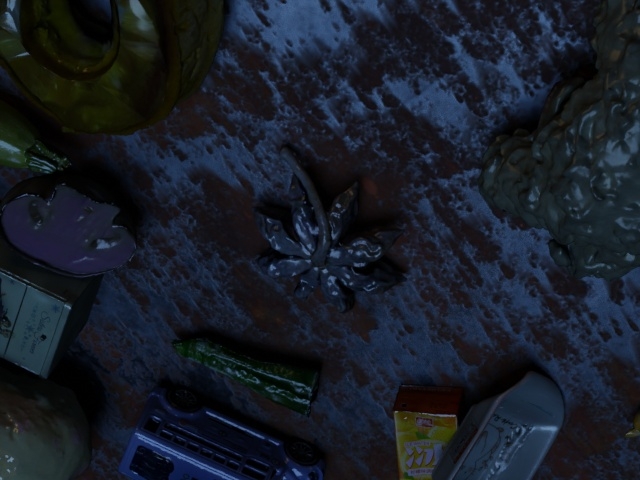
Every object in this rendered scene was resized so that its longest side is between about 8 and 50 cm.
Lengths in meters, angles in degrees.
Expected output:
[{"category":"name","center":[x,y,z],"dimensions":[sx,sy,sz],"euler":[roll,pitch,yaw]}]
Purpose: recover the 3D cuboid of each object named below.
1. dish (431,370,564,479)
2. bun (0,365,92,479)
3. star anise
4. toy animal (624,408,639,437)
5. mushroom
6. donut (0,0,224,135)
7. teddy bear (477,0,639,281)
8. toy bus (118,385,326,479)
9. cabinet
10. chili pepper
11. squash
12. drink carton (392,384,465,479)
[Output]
[{"category":"dish","center":[0.241,0.282,1.688],"dimensions":[0.154,0.064,0.234],"euler":[28,95,-40]},{"category":"bun","center":[-0.508,0.284,1.841],"dimensions":[0.361,0.213,0.361],"euler":[18,151,10]},{"category":"star anise","center":[0.000,0.000,1.615],"dimensions":[0.230,0.081,0.262],"euler":[-7,121,31]},{"category":"toy animal","center":[0.462,0.260,1.655],"dimensions":[0.083,0.081,0.060],"euler":[14,128,-18]},{"category":"mushroom","center":[-0.346,-0.032,1.657],"dimensions":[0.188,0.117,0.141],"euler":[20,112,-27]},{"category":"donut","center":[-0.280,-0.285,1.471],"dimensions":[0.330,0.160,0.330],"euler":[10,120,18]},{"category":"teddy bear","center":[0.414,-0.084,1.412],"dimensions":[0.367,0.224,0.357],"euler":[21,123,-16]},{"category":"toy bus","center":[-0.145,0.340,1.822],"dimensions":[0.292,0.133,0.125],"euler":[25,123,0]},{"category":"cabinet","center":[-0.434,0.063,1.724],"dimensions":[0.206,0.150,0.145],"euler":[26,123,-1]},{"category":"chili pepper","center":[-0.112,0.187,1.770],"dimensions":[0.226,0.059,0.088],"euler":[19,127,6]},{"category":"squash","center":[-0.483,-0.166,1.635],"dimensions":[0.340,0.094,0.095],"euler":[18,123,6]},{"category":"drink carton","center":[0.163,0.319,1.767],"dimensions":[0.096,0.071,0.223],"euler":[1,119,15]}]
